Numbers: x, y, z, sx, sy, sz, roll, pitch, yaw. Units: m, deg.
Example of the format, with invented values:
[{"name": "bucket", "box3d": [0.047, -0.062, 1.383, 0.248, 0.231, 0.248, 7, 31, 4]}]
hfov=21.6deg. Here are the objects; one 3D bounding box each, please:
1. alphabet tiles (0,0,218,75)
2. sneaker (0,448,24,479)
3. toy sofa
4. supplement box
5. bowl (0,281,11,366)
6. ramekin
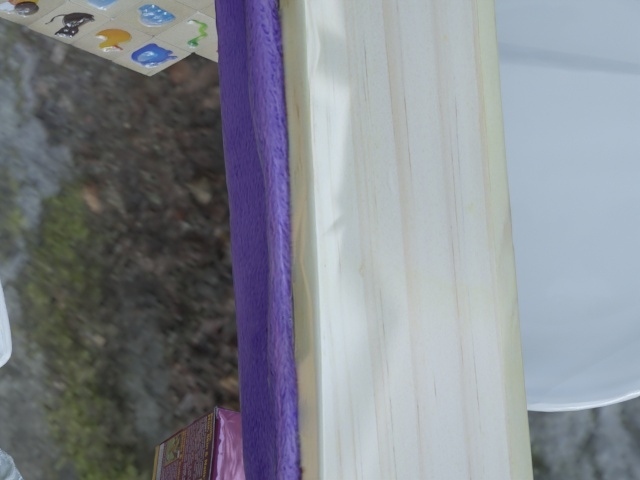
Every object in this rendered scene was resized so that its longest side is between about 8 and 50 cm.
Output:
[{"name": "alphabet tiles", "box3d": [-0.087, -0.165, 1.040, 0.237, 0.198, 0.009, 17, 55, -51]}, {"name": "sneaker", "box3d": [-0.287, 0.105, 0.886, 0.293, 0.146, 0.102, 29, 77, -17]}, {"name": "toy sofa", "box3d": [0.000, 0.000, 0.694, 0.177, 0.150, 0.362, 4, 78, -43]}, {"name": "supplement box", "box3d": [-0.054, 0.126, 0.871, 0.043, 0.083, 0.055, 16, 64, -22]}, {"name": "bowl", "box3d": [-0.323, 0.069, 1.408, 0.142, 0.053, 0.142, -23, 118, -34]}, {"name": "ramekin", "box3d": [0.132, -0.037, 0.965, 0.273, 0.273, 0.127, -59, 172, -4]}]
